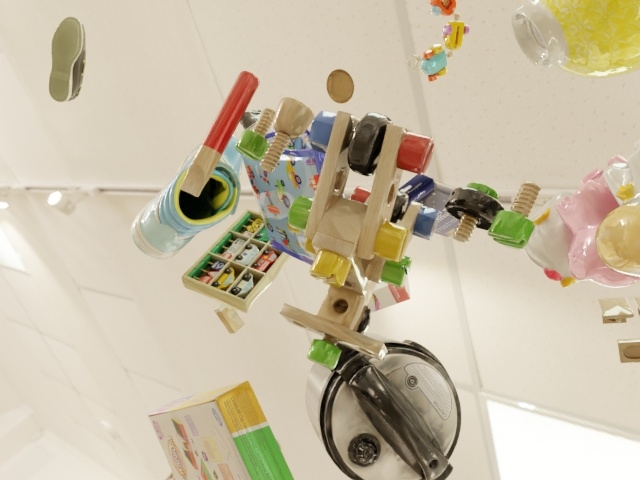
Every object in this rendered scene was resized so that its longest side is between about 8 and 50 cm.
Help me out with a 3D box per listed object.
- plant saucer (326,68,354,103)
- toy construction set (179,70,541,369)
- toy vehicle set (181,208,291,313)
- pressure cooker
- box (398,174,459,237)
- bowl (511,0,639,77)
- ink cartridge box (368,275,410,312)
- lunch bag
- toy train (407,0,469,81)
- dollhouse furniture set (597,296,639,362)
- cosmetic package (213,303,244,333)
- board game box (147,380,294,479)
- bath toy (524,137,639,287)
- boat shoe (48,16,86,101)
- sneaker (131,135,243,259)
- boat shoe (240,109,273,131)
[{"bbox_3d":[0.052,-0.382,1.302,0.083,0.015,0.083,18,-58,31],"label":"plant saucer"},{"bbox_3d":[0.000,0.000,0.555,0.309,0.237,0.257,28,-9,-5],"label":"toy construction set"},{"bbox_3d":[-0.168,0.037,1.202,0.166,0.267,0.035,18,-45,19],"label":"toy vehicle set"},{"bbox_3d":[0.161,0.440,1.376,0.370,0.375,0.420,9,-6,-7],"label":"pressure cooker"},{"bbox_3d":[0.261,-0.074,1.193,0.225,0.036,0.136,16,-36,-31],"label":"box"},{"bbox_3d":[0.428,-0.385,0.901,0.156,0.289,0.289,-33,-81,8],"label":"bowl"},{"bbox_3d":[0.134,0.133,1.411,0.198,0.115,0.067,-22,-64,16],"label":"ink cartridge box"},{"bbox_3d":[-0.019,-0.068,0.898,0.293,0.138,0.220,-140,-149,-64],"label":"lunch bag"},{"bbox_3d":[0.218,-0.395,1.010,0.046,0.125,0.166,37,-75,51],"label":"toy train"},{"bbox_3d":[0.709,0.213,1.165,0.144,0.123,0.151,-8,-83,24],"label":"dollhouse furniture set"},{"bbox_3d":[-0.340,0.285,1.962,0.041,0.060,0.115,-19,-72,50],"label":"cosmetic package"},{"bbox_3d":[-0.170,0.379,0.895,0.317,0.064,0.242,-29,-95,49],"label":"board game box"},{"bbox_3d":[0.313,-0.012,0.536,0.129,0.151,0.348,47,-7,8],"label":"bath toy"},{"bbox_3d":[-0.684,-0.492,1.437,0.081,0.068,0.227,22,-72,1],"label":"boat shoe"},{"bbox_3d":[-0.189,-0.112,0.952,0.127,0.319,0.208,42,-40,-21],"label":"sneaker"},{"bbox_3d":[-0.178,-0.339,1.508,0.080,0.228,0.076,-35,-85,19],"label":"boat shoe"}]
